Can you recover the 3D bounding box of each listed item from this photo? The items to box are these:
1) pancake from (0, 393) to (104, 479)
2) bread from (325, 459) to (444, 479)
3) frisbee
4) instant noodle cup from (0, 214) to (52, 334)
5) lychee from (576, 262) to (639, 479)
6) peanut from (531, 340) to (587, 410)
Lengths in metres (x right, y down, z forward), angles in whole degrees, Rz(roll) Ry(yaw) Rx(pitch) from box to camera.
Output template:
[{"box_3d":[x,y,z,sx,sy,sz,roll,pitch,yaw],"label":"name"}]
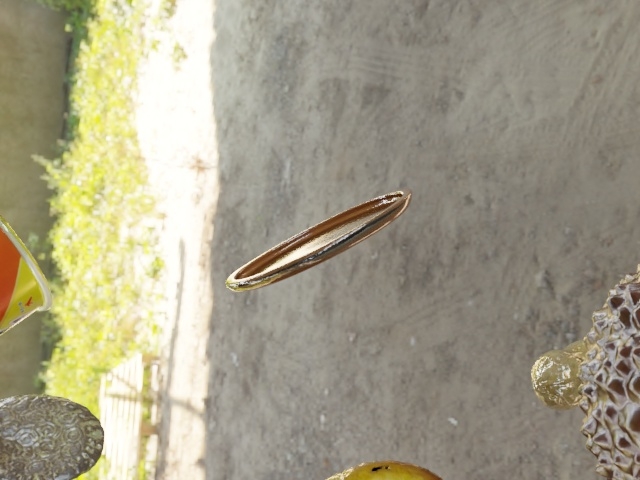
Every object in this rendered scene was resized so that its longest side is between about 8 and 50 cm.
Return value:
[{"box_3d":[-0.412,0.288,1.237,0.199,0.199,0.021,-117,33,-51],"label":"pancake"},{"box_3d":[0.091,0.500,1.223,0.215,0.398,0.398,-49,41,45],"label":"bread"},{"box_3d":[0.000,0.000,1.038,0.021,0.251,0.251,63,155,-8],"label":"frisbee"},{"box_3d":[-0.345,0.032,0.662,0.174,0.213,0.213,-46,10,-28],"label":"instant noodle cup"},{"box_3d":[0.339,0.118,0.664,0.276,0.304,0.275,-14,61,26],"label":"lychee"},{"box_3d":[0.324,0.171,1.086,0.089,0.193,0.089,3,95,38],"label":"peanut"}]
